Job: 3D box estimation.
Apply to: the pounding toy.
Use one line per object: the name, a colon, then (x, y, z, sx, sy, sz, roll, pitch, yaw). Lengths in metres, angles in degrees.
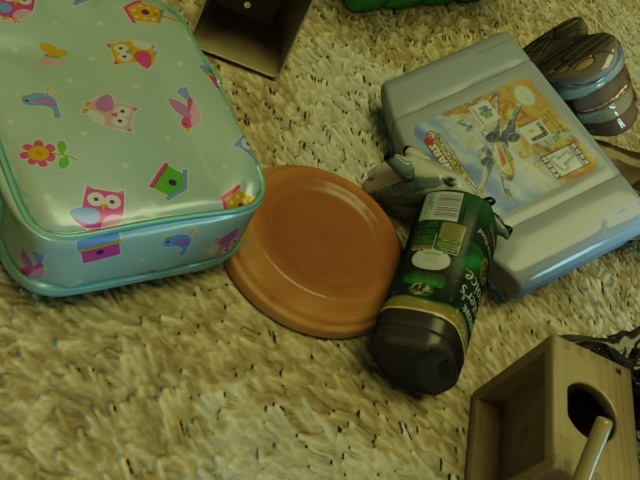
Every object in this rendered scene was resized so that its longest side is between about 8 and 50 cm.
pounding toy: (0.202, 0.190, 0.614, 0.094, 0.181, 0.206, 25, 47, -11)

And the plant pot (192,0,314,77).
plant pot: (-0.076, -0.269, 0.872, 0.109, 0.109, 0.096, 19, 37, -16)

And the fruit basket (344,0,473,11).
fruit basket: (0.168, -0.519, 1.019, 0.392, 0.392, 0.283, -18, 66, -38)

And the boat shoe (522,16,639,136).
boat shoe: (0.330, -0.209, 1.012, 0.116, 0.123, 0.324, 54, 19, -16)

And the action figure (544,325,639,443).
action figure: (0.358, 0.156, 0.748, 0.276, 0.164, 0.141, 41, 87, -1)

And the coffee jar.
coffee jar: (0.109, 0.047, 0.718, 0.079, 0.096, 0.184, 8, 53, 23)

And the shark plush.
shark plush: (0.124, -0.044, 0.805, 0.161, 0.067, 0.073, 22, 21, 5)

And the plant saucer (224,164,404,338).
plant saucer: (0.000, 0.000, 0.747, 0.200, 0.037, 0.200, 16, 49, -19)

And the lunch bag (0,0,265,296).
lunch bag: (-0.195, -0.094, 0.660, 0.224, 0.108, 0.279, -14, 61, -29)

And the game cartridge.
game cartridge: (0.200, -0.091, 0.864, 0.198, 0.062, 0.297, -24, 66, -14)

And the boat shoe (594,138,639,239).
boat shoe: (0.359, -0.047, 0.939, 0.341, 0.110, 0.121, 1, 64, -7)
